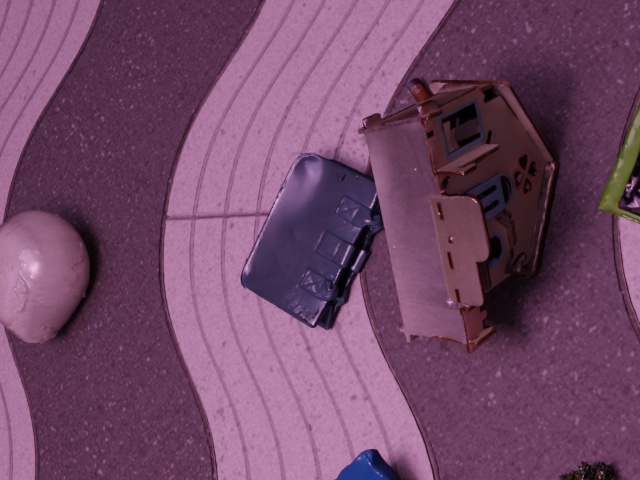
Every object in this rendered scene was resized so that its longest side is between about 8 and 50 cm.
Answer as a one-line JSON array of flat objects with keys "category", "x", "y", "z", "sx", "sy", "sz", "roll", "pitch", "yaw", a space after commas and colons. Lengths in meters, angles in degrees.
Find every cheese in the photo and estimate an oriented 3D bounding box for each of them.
[{"category": "cheese", "x": -0.470, "y": 0.048, "z": 2.302, "sx": 0.198, "sy": 0.154, "sz": 0.189, "roll": 49, "pitch": 127, "yaw": 31}]

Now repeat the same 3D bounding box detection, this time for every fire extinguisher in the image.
[{"category": "fire extinguisher", "x": 0.153, "y": -0.196, "z": 1.968, "sx": 0.028, "sy": 0.022, "sz": 0.083, "roll": -28, "pitch": 58, "yaw": -5}]

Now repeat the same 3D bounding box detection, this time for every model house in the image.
[{"category": "model house", "x": 0.203, "y": -0.052, "z": 1.781, "sx": 0.169, "sy": 0.244, "sz": 0.326, "roll": 3, "pitch": 113, "yaw": 40}]

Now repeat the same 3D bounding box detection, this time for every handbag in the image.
[{"category": "handbag", "x": 0.000, "y": 0.000, "z": 2.013, "sx": 0.179, "sy": 0.062, "sz": 0.229, "roll": 28, "pitch": 95, "yaw": 36}]

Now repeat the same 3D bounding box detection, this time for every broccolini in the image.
[{"category": "broccolini", "x": 0.267, "y": 0.367, "z": 1.709, "sx": 0.254, "sy": 0.057, "sz": 0.071, "roll": -46, "pitch": 12, "yaw": 15}]

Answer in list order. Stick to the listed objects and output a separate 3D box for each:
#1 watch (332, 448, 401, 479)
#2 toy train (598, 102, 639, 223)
[{"category": "watch", "x": 0.005, "y": 0.417, "z": 1.756, "sx": 0.241, "sy": 0.274, "sz": 0.305, "roll": 7, "pitch": 88, "yaw": 39}, {"category": "toy train", "x": 0.482, "y": -0.040, "z": 1.524, "sx": 0.307, "sy": 0.249, "sz": 0.173, "roll": 25, "pitch": 97, "yaw": 39}]
